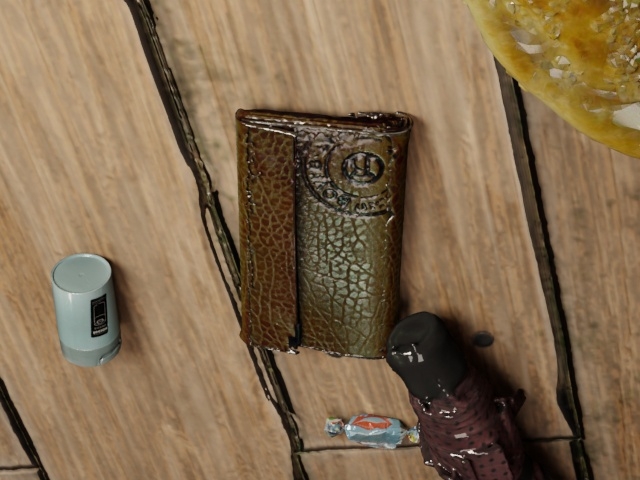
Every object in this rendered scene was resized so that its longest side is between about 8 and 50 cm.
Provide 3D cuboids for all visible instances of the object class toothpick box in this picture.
[{"bbox_3d":[-0.193,0.058,1.443,0.052,0.052,0.083,4,132,6],"label":"toothpick box"}]

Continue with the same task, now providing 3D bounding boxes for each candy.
[{"bbox_3d":[0.045,0.167,1.525,0.083,0.020,0.030,7,133,1],"label":"candy"}]

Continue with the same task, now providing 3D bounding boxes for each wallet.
[{"bbox_3d":[0.000,0.000,1.367,0.132,0.039,0.243,5,133,4],"label":"wallet"}]

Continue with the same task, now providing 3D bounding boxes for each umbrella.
[{"bbox_3d":[0.137,0.182,1.478,0.094,0.090,0.326,-15,128,26],"label":"umbrella"}]

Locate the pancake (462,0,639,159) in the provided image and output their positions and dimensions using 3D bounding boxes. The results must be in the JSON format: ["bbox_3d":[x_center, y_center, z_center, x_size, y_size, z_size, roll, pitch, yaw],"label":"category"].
[{"bbox_3d":[0.259,-0.194,1.115,0.386,0.082,0.387,7,133,8],"label":"pancake"}]
